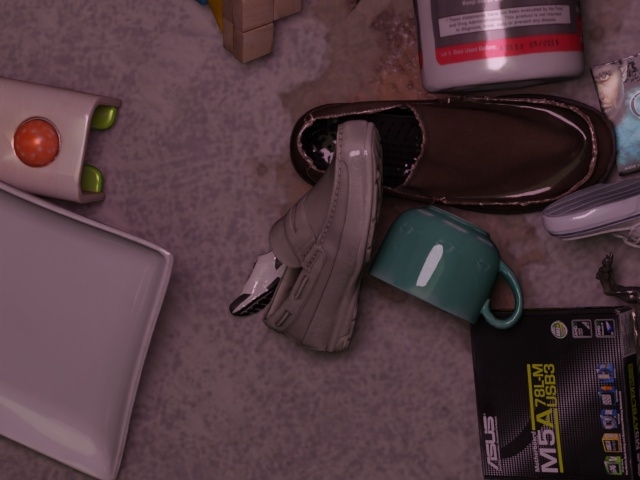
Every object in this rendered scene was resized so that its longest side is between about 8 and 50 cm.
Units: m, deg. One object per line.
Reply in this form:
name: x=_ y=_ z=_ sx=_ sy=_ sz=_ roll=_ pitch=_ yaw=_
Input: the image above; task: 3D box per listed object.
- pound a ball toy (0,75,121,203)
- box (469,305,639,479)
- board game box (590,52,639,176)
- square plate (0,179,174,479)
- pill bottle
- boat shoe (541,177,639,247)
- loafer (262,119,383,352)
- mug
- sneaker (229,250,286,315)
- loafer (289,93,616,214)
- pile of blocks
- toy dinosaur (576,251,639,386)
pound a ball toy: x=-0.369 y=-0.086 z=1.805 sx=0.319 sy=0.136 sz=0.208 roll=13 pitch=96 yaw=12
box: x=0.256 y=0.167 z=1.693 sx=0.184 sy=0.045 sz=0.191 roll=-3 pitch=93 yaw=33
board game box: x=0.398 y=-0.154 z=1.682 sx=0.186 sy=0.026 sz=0.126 roll=-16 pitch=90 yaw=13
square plate: x=-0.352 y=0.080 z=1.800 sx=0.347 sy=0.049 sz=0.344 roll=23 pitch=123 yaw=8
pill bottle: x=0.180 y=-0.321 z=1.646 sx=0.176 sy=0.176 sz=0.319 roll=-5 pitch=92 yaw=13
boat shoe: x=0.347 y=-0.026 z=1.643 sx=0.226 sy=0.083 sz=0.076 roll=-16 pitch=106 yaw=-6
loafer: x=0.000 y=0.000 z=1.667 sx=0.111 sy=0.112 sz=0.319 roll=11 pitch=132 yaw=-1
mug: x=0.141 y=0.026 z=1.694 sx=0.157 sy=0.129 sz=0.097 roll=25 pitch=89 yaw=-25
sneaker: x=-0.066 y=0.044 z=1.798 sx=0.109 sy=0.040 sz=0.044 roll=-43 pitch=69 yaw=7
loafer: x=0.135 y=-0.090 z=1.692 sx=0.366 sy=0.130 sz=0.134 roll=-2 pitch=93 yaw=13
pile of blocks: x=-0.117 y=-0.384 z=1.761 sx=0.112 sy=0.149 sz=0.362 roll=-24 pitch=99 yaw=-30
toy dinosaur: x=0.341 y=0.084 z=1.694 sx=0.118 sy=0.064 sz=0.268 roll=27 pitch=102 yaw=3
